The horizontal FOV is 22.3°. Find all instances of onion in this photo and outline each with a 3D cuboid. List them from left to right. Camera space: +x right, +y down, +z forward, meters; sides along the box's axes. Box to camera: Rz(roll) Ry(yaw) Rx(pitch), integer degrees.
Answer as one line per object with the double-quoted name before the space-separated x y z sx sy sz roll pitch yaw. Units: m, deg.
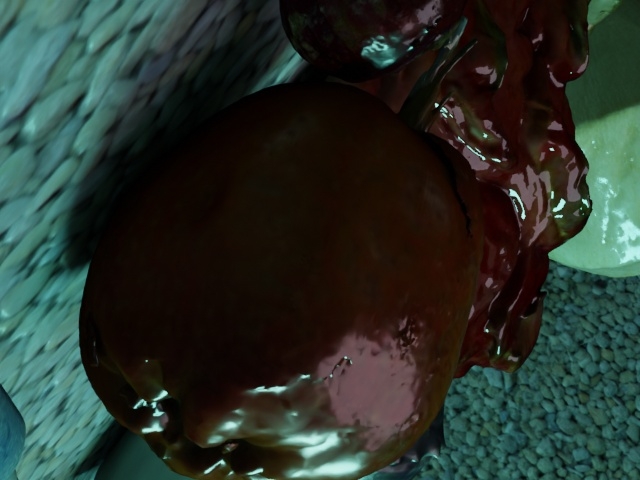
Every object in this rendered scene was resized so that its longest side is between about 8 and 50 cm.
"onion" 0.026 -0.134 0.829 0.107 0.097 0.107 -24 -145 18

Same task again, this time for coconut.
"coconut" 0.287 -0.133 1.615 0.329 0.329 0.329 -49 172 -10

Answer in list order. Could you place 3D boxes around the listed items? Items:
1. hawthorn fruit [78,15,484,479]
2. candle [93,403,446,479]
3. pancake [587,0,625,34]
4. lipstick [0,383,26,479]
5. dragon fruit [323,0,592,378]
"hawthorn fruit" 0.000 0.000 0.899 0.299 0.211 0.211 -57 173 -11
"candle" -0.059 0.195 1.363 0.342 0.221 0.221 -54 171 26
"pancake" 0.276 -0.310 1.276 0.382 0.071 0.382 -57 -179 2
"lipstick" -0.186 0.111 0.849 0.068 0.061 0.274 -50 171 -17
"dragon fruit" 0.098 -0.046 1.114 0.329 0.228 0.286 -51 170 16
